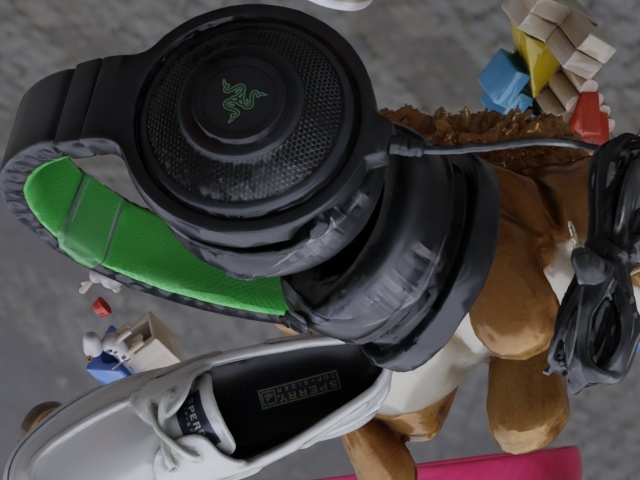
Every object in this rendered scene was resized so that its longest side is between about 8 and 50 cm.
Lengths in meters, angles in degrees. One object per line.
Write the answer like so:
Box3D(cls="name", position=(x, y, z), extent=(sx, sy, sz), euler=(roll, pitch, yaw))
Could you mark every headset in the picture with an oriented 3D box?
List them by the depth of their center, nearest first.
Box3D(cls="headset", position=(0.000, 0.000, 1.039), extent=(0.394, 0.185, 0.243), euler=(-6, 152, 38))

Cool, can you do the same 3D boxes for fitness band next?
Box3D(cls="fitness band", position=(0.100, 0.227, 1.832), extent=(0.291, 0.054, 0.209), euler=(-11, 171, 25))

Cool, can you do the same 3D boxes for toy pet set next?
Box3D(cls="toy pet set", position=(-0.166, 0.066, 1.526), extent=(0.065, 0.122, 0.114), euler=(-36, 123, 11))

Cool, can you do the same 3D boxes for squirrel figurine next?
Box3D(cls="squirrel figurine", position=(0.149, -0.013, 1.654), extent=(0.370, 0.397, 0.281), euler=(-22, 123, 5))

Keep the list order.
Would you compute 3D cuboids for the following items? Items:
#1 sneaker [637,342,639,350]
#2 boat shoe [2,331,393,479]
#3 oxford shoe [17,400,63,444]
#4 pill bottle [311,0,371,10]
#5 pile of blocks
Box3D(cls="sneaker", position=(0.317, 0.074, 1.991), extent=(0.209, 0.069, 0.082), euler=(-17, 143, 37))
Box3D(cls="boat shoe", position=(-0.077, 0.120, 1.287), extent=(0.267, 0.096, 0.088), euler=(-14, 169, -9))
Box3D(cls="oxford shoe", position=(-0.235, 0.257, 1.797), extent=(0.076, 0.212, 0.076), euler=(-12, -157, -35))
Box3D(cls="pill bottle", position=(0.031, -0.313, 1.900), extent=(0.094, 0.094, 0.169), euler=(22, 121, 2))
Box3D(cls="pile of blocks", position=(0.238, -0.094, 2.001), extent=(0.362, 0.149, 0.112), euler=(70, 174, -45))
